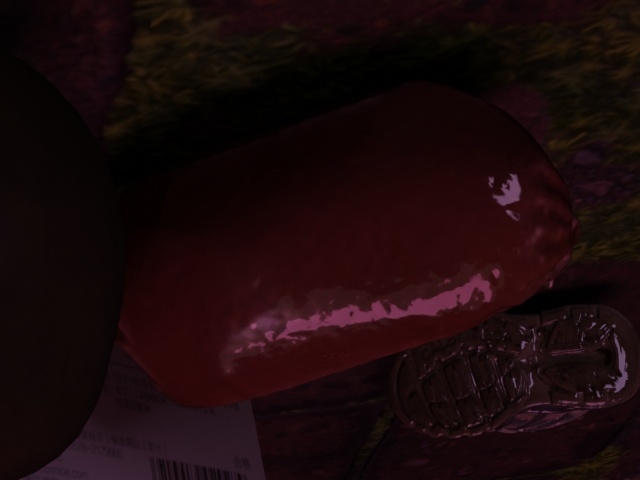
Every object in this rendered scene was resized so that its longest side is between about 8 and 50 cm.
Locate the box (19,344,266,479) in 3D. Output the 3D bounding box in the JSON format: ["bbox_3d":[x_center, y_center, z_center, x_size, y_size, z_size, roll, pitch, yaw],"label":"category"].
[{"bbox_3d":[-0.151,0.110,0.985,0.111,0.194,0.260,-29,150,32],"label":"box"}]

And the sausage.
[{"bbox_3d":[0.000,0.000,0.893,0.254,0.148,0.148,-23,154,9],"label":"sausage"}]

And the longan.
[{"bbox_3d":[-0.210,0.018,0.698,0.258,0.258,0.258,-10,155,-5],"label":"longan"}]

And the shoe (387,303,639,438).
[{"bbox_3d":[0.135,0.094,1.232,0.180,0.089,0.092,-9,167,-2],"label":"shoe"}]
